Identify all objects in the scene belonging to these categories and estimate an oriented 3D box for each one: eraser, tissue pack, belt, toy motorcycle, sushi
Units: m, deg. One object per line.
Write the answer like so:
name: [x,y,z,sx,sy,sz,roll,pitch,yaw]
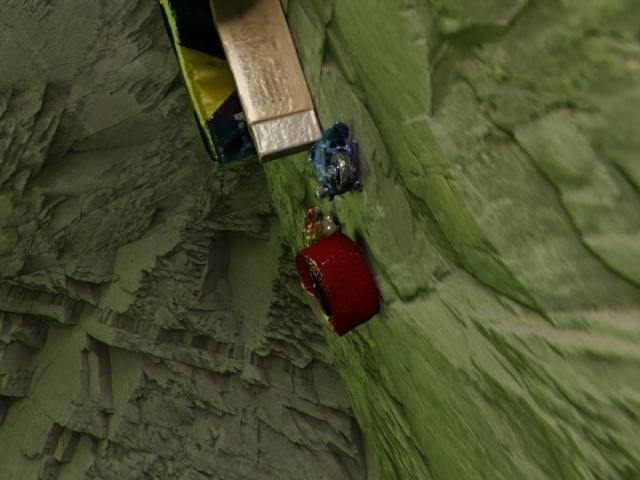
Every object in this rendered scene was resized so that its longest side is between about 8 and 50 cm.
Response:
eraser: [-0.112,-0.343,0.974,0.078,0.144,0.343,142,111,-81]
tissue pack: [-0.227,-0.444,1.187,0.264,0.253,0.416,-119,15,-55]
belt: [0.042,0.085,0.940,0.128,0.124,0.200,16,130,59]
toy motorcycle: [0.021,-0.129,0.795,0.205,0.076,0.114,166,93,-82]
sushi: [0.004,0.001,1.154,0.226,0.103,0.097,77,-161,-53]

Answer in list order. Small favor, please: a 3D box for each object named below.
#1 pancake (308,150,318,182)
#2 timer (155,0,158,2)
pancake: [-0.014,-0.194,1.074,0.139,0.022,0.139,163,90,-83]
timer: [-0.412,-0.875,1.378,0.387,0.376,0.376,-71,-31,-62]
